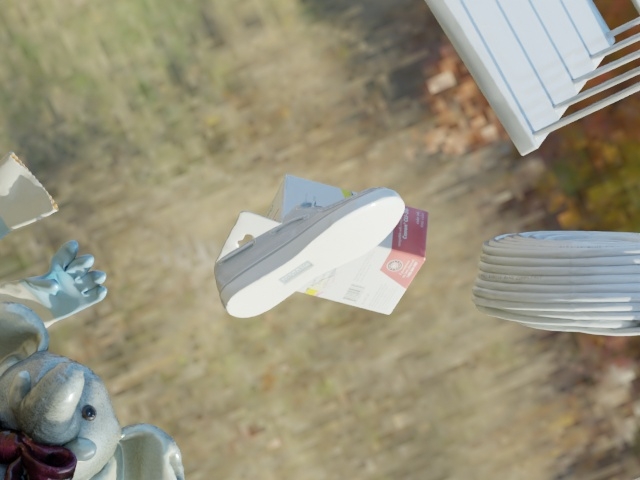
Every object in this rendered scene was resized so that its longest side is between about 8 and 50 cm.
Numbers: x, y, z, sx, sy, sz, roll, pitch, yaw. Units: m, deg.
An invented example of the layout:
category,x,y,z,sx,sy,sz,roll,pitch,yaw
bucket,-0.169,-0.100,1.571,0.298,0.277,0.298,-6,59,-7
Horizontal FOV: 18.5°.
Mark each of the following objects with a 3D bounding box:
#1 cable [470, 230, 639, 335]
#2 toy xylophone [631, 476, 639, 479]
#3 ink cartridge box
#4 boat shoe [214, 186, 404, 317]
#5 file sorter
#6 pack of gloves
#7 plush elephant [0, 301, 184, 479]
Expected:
category,x,y,z,sx,sy,sz,roll,pitch,yaw
cable,0.277,0.037,1.938,0.257,0.257,0.089,-22,114,-79
toy xylophone,0.356,0.224,1.385,0.236,0.322,0.081,63,-5,11
ink cartridge box,0.000,0.000,2.042,0.115,0.198,0.067,120,-19,-51
boat shoe,-0.013,-0.002,1.740,0.066,0.184,0.063,38,21,-52
file sorter,0.245,-0.244,1.819,0.193,0.173,0.278,57,33,-11
pack of gloves,-0.355,0.023,2.226,0.195,0.232,0.046,50,49,-12
plush elephant,-0.266,0.200,1.714,0.272,0.255,0.330,33,-11,0
